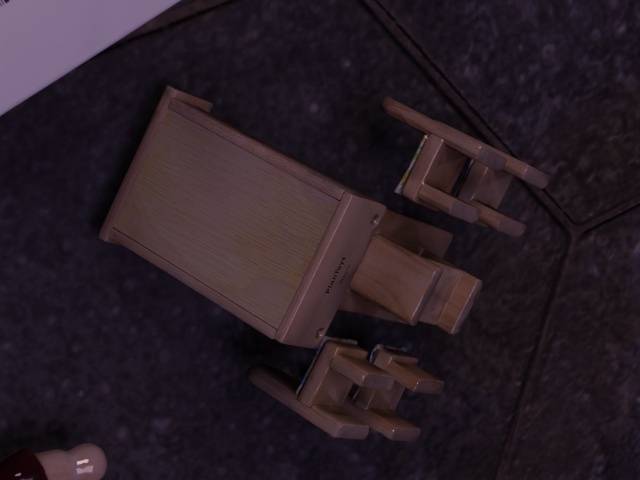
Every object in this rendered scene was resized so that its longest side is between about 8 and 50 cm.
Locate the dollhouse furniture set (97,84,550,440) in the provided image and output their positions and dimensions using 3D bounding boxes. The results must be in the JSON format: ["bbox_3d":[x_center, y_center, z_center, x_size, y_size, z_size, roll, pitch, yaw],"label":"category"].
[{"bbox_3d":[0.000,0.000,1.007,0.242,0.161,0.212,16,101,-58],"label":"dollhouse furniture set"}]

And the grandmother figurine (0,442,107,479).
[{"bbox_3d":[-0.198,0.224,0.974,0.342,0.104,0.208,20,90,-39],"label":"grandmother figurine"}]

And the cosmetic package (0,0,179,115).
[{"bbox_3d":[-0.200,-0.156,0.733,0.224,0.224,0.138,-35,126,-15],"label":"cosmetic package"}]
